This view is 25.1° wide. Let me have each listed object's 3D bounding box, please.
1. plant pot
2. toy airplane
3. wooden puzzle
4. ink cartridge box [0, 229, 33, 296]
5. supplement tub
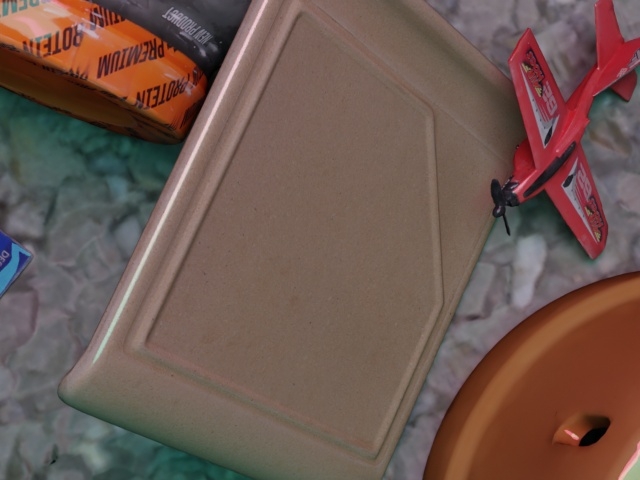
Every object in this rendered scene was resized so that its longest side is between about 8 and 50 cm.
[{"bbox_3d":[0.199,0.148,0.671,0.291,0.203,0.290,0,84,-2],"label":"plant pot"},{"bbox_3d":[0.132,-0.066,0.744,0.028,0.151,0.151,22,82,43],"label":"toy airplane"},{"bbox_3d":[0.000,0.000,0.696,0.044,0.221,0.238,25,85,42],"label":"wooden puzzle"},{"bbox_3d":[-0.329,-0.033,0.738,0.333,0.065,0.165,37,84,0],"label":"ink cartridge box"},{"bbox_3d":[-0.076,-0.231,0.693,0.207,0.207,0.338,22,84,0],"label":"supplement tub"}]
